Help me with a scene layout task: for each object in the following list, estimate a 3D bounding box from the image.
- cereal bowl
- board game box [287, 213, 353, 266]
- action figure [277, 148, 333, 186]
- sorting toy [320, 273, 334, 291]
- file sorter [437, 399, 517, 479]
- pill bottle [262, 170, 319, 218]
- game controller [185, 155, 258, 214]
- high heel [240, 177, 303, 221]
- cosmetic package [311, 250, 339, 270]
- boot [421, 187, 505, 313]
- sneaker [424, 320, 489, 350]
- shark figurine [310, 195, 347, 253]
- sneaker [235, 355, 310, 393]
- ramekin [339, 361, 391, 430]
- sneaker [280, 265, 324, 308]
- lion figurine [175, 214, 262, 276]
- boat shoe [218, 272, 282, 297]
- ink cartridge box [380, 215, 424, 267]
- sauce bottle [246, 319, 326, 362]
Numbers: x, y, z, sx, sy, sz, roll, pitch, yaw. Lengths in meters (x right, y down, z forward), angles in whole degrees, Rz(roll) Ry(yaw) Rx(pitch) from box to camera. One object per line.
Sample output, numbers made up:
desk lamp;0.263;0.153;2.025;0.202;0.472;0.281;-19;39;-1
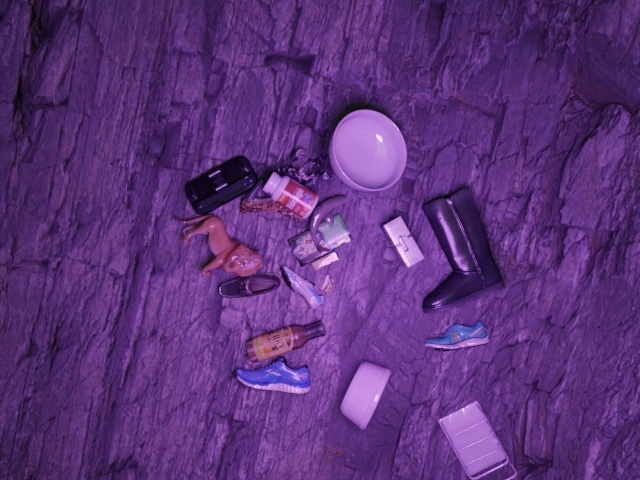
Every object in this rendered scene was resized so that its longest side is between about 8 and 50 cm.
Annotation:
cereal bowl;0.181;-0.362;1.808;0.340;0.141;0.338;1;87;-22
board game box;0.000;0.000;1.906;0.260;0.030;0.136;-27;87;3
action figure;-0.072;-0.296;1.851;0.276;0.141;0.163;-5;124;39
sorting toy;0.032;0.193;1.884;0.045;0.075;0.083;23;93;3
file sorter;0.659;0.865;1.815;0.193;0.173;0.277;-29;90;4
pill bottle;-0.125;-0.191;1.793;0.216;0.121;0.121;31;93;-12
game controller;-0.439;-0.245;1.915;0.320;0.067;0.166;-28;74;2
high heel;-0.218;-0.125;1.903;0.261;0.093;0.186;41;112;-8
cosmetic package;0.021;0.089;1.891;0.115;0.060;0.041;-28;90;5
boot;0.529;0.043;1.818;0.368;0.146;0.444;-21;93;-5
sneaker;0.579;0.415;1.863;0.276;0.107;0.109;-10;71;-1
shark figurine;-0.007;-0.083;1.839;0.167;0.116;0.277;16;79;15
sneaker;-0.205;0.578;1.895;0.331;0.129;0.147;5;77;0
ramekin;0.183;0.632;1.799;0.127;0.273;0.272;25;92;14
sneaker;-0.082;0.195;1.895;0.237;0.085;0.086;45;67;5
lion figurine;-0.439;0.007;1.877;0.240;0.142;0.391;-33;85;-4
boat shoe;-0.313;0.196;1.893;0.286;0.092;0.102;-7;91;3
ink cartridge box;0.342;0.006;1.828;0.086;0.148;0.203;-30;90;1
sauce bottle;-0.148;0.430;1.882;0.345;0.111;0.111;-20;90;2
